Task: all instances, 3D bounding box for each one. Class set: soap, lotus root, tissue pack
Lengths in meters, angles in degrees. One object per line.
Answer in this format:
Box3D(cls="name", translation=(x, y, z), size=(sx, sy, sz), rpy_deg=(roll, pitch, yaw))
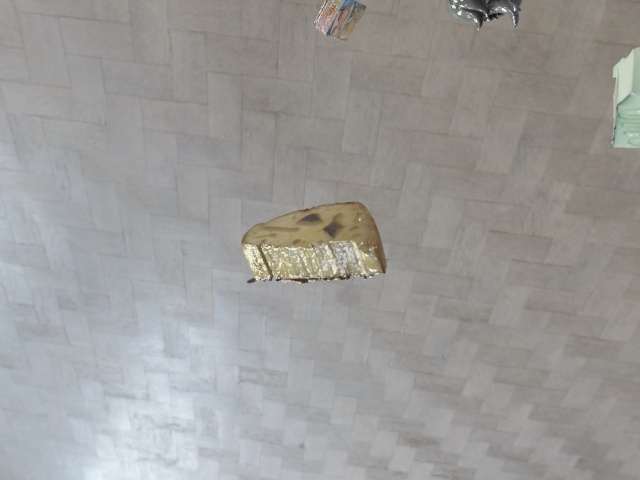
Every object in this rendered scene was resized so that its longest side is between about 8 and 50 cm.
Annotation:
Box3D(cls="soap", translation=(0.572, -0.233, 0.923), size=(0.145, 0.091, 0.230), rpy_deg=(7, 169, 31))
Box3D(cls="lotus root", translation=(0.000, 0.000, 0.831), size=(0.260, 0.170, 0.074), rpy_deg=(-7, 114, 31))
Box3D(cls="tissue pack", translation=(0.054, -0.607, 1.474), size=(0.065, 0.155, 0.115), rpy_deg=(37, 113, 9))

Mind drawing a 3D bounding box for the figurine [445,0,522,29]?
Box3D(cls="figurine", translation=(0.524, -0.769, 1.696), size=(0.265, 0.175, 0.197), rpy_deg=(18, 128, 5))
